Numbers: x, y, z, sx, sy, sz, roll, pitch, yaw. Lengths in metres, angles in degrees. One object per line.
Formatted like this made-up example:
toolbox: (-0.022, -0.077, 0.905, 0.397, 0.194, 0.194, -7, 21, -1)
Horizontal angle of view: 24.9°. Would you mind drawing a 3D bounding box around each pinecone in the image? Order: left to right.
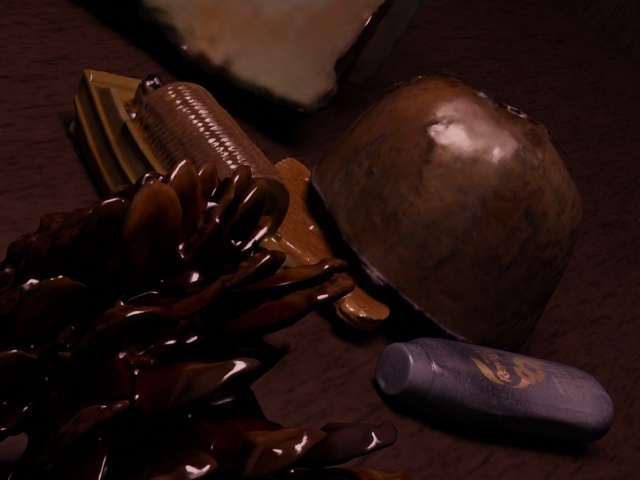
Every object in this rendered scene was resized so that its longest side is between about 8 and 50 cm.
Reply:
pinecone: (-0.060, 0.111, 0.735, 0.292, 0.246, 0.246, 58, 28, 8)

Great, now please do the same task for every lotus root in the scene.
lotus root: (0.126, -0.042, 1.301, 0.272, 0.192, 0.272, 32, 14, -9)

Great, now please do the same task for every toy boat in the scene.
toy boat: (-0.101, -0.048, 1.134, 0.089, 0.115, 0.310, 12, 31, -41)

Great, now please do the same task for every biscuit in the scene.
biscuit: (0.000, 0.000, 1.271, 0.162, 0.035, 0.250, 28, 23, -30)

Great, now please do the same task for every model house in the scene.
model house: (-0.062, -0.390, 1.576, 0.445, 0.395, 0.400, 31, 12, 4)

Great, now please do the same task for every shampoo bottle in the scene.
shampoo bottle: (0.145, 0.122, 1.201, 0.233, 0.049, 0.087, 14, 28, -37)
